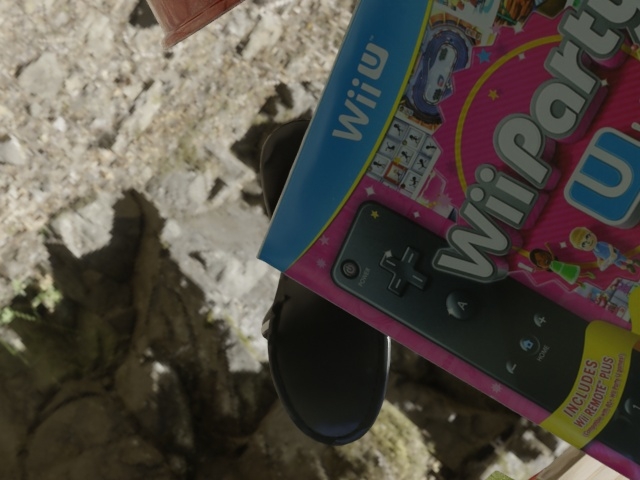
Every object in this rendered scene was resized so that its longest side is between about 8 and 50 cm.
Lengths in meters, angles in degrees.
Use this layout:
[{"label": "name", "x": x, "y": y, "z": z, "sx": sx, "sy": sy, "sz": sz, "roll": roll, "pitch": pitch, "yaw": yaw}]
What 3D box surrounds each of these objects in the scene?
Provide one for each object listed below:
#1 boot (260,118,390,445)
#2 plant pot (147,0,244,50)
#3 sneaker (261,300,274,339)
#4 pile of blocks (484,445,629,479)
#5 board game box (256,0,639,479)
[{"label": "boot", "x": 0.031, "y": 0.028, "z": 0.780, "sx": 0.229, "sy": 0.091, "sz": 0.262, "roll": 21, "pitch": 63, "yaw": -72}, {"label": "plant pot", "x": -0.089, "y": -0.337, "z": 0.749, "sx": 0.272, "sy": 0.265, "sz": 0.272, "roll": -31, "pitch": -164, "yaw": 10}, {"label": "sneaker", "x": 0.000, "y": 0.000, "z": 1.000, "sx": 0.234, "sy": 0.097, "sz": 0.084, "roll": -52, "pitch": 165, "yaw": -3}, {"label": "pile of blocks", "x": 0.142, "y": 0.309, "z": 0.806, "sx": 0.149, "sy": 0.113, "sz": 0.362, "roll": 38, "pitch": 78, "yaw": -27}, {"label": "board game box", "x": 0.147, "y": -0.017, "z": 0.445, "sx": 0.097, "sy": 0.303, "sz": 0.224, "roll": -35, "pitch": 152, "yaw": -58}]
